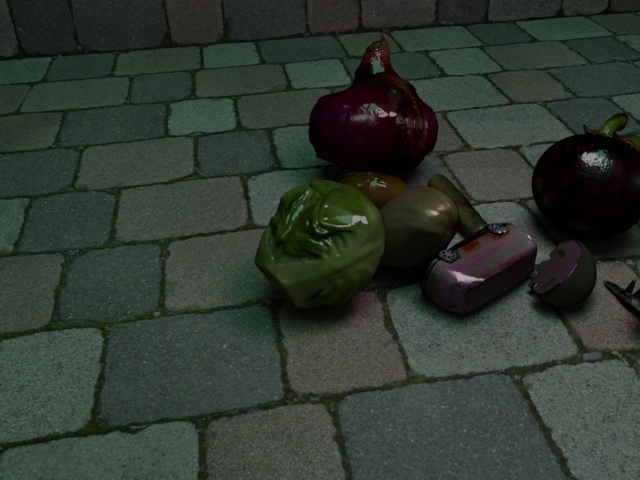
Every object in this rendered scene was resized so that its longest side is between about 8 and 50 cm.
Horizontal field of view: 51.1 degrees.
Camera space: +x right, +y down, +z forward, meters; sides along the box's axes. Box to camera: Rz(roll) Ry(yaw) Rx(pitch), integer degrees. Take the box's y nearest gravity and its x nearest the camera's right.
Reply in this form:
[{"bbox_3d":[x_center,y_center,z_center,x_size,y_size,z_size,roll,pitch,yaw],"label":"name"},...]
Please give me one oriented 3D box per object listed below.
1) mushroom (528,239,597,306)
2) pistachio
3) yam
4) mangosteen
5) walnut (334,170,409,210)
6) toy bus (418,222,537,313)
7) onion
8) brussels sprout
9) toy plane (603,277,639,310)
[{"bbox_3d":[0.594,0.091,1.603,0.117,0.141,0.188,42,55,2],"label":"mushroom"},{"bbox_3d":[0.220,-0.031,1.677,0.166,0.197,0.288,-2,-10,-45],"label":"pistachio"},{"bbox_3d":[0.393,-0.100,1.926,0.071,0.067,0.317,-33,38,4],"label":"yam"},{"bbox_3d":[0.732,-0.178,1.779,0.306,0.359,0.306,19,11,-4],"label":"mangosteen"},{"bbox_3d":[0.137,-0.139,1.942,0.245,0.137,0.137,4,35,10],"label":"walnut"},{"bbox_3d":[0.390,0.067,1.631,0.303,0.127,0.147,-26,45,-31],"label":"toy bus"},{"bbox_3d":[0.169,-0.412,2.047,0.399,0.420,0.398,7,15,-2],"label":"onion"},{"bbox_3d":[0.000,0.000,1.614,0.328,0.247,0.328,-29,30,18],"label":"brussels sprout"},{"bbox_3d":[0.751,0.140,1.546,0.192,0.088,0.262,15,25,-25],"label":"toy plane"}]
